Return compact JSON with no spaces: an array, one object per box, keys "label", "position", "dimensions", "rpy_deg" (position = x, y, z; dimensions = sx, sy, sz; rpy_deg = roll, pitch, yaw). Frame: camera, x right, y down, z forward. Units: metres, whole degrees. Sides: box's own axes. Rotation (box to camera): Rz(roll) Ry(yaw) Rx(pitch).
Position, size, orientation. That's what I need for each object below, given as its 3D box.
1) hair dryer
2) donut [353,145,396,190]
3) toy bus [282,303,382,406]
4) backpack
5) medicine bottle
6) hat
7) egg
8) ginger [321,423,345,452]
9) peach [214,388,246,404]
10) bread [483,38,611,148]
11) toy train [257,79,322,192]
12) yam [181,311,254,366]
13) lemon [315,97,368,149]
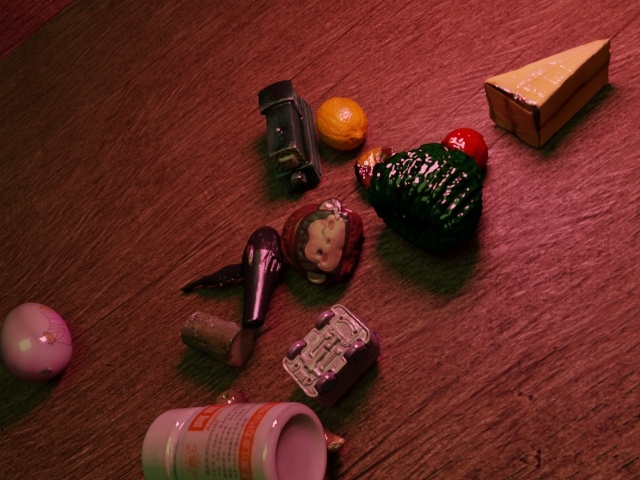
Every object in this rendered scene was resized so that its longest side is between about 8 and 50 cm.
[{"label":"hair dryer","position":[-0.254,0.127,1.551],"dimensions":[0.359,0.120,0.304],"rpy_deg":[-18,49,30]},{"label":"donut","position":[0.159,-0.185,1.541],"dimensions":[0.140,0.059,0.141],"rpy_deg":[-12,58,20]},{"label":"toy bus","position":[0.032,0.261,1.306],"dimensions":[0.202,0.142,0.142],"rpy_deg":[-46,54,-3]},{"label":"backpack","position":[-0.001,0.000,1.476],"dimensions":[0.229,0.139,0.230],"rpy_deg":[-4,81,26]},{"label":"medicine bottle","position":[-0.188,0.455,1.220],"dimensions":[0.371,0.211,0.211],"rpy_deg":[-12,58,33]},{"label":"hat","position":[0.295,-0.155,1.366],"dimensions":[0.274,0.242,0.332],"rpy_deg":[34,68,23]},{"label":"egg","position":[-0.836,0.292,1.682],"dimensions":[0.196,0.196,0.271],"rpy_deg":[-35,40,4]},{"label":"ginger","position":[-0.067,0.437,1.303],"dimensions":[0.287,0.075,0.089],"rpy_deg":[7,64,32]},{"label":"peach","position":[-0.218,0.405,1.387],"dimensions":[0.083,0.083,0.083],"rpy_deg":[-12,59,20]},{"label":"bread","position":[0.554,-0.382,1.399],"dimensions":[0.264,0.168,0.163],"rpy_deg":[-43,53,-5]},{"label":"toy train","position":[-0.096,-0.308,1.659],"dimensions":[0.138,0.178,0.331],"rpy_deg":[-18,56,15]},{"label":"yam","position":[-0.274,0.250,1.484],"dimensions":[0.194,0.107,0.107],"rpy_deg":[14,70,32]},{"label":"lemon","position":[0.057,-0.335,1.624],"dimensions":[0.142,0.142,0.187],"rpy_deg":[-41,48,0]}]
